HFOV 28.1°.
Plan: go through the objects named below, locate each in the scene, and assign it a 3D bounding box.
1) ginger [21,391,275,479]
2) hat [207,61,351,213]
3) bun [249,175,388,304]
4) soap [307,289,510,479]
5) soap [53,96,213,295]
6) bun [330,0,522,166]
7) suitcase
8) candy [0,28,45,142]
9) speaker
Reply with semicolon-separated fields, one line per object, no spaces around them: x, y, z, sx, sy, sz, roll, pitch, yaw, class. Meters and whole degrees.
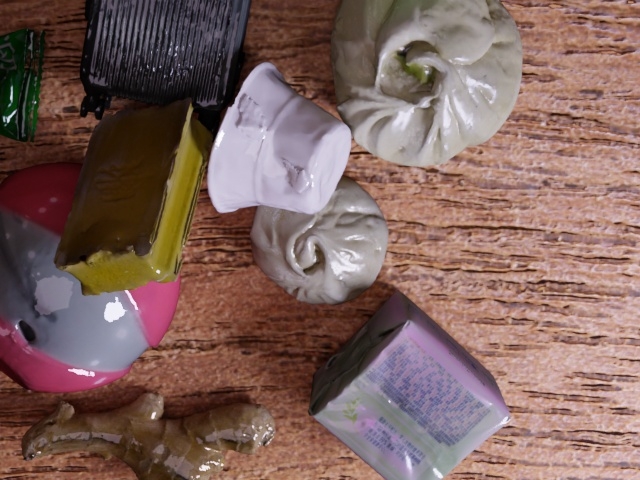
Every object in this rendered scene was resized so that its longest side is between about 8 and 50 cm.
-0.231;0.274;1.731;0.334;0.081;0.148;8;100;-3;ginger
-0.040;-0.106;1.559;0.126;0.203;0.203;22;105;13;hat
0.000;0.000;1.646;0.183;0.102;0.183;0;103;-2;bun
0.113;0.203;1.679;0.199;0.138;0.182;42;102;-10;soap
-0.213;-0.053;1.473;0.135;0.233;0.076;-8;139;24;soap
0.130;-0.214;1.560;0.259;0.160;0.259;-1;103;-2;bun
-0.181;-0.291;1.555;0.202;0.128;0.312;11;108;-4;suitcase
-0.453;-0.203;1.611;0.203;0.078;0.141;3;116;-12;candy
-0.319;0.043;1.623;0.294;0.294;0.294;0;105;0;speaker
